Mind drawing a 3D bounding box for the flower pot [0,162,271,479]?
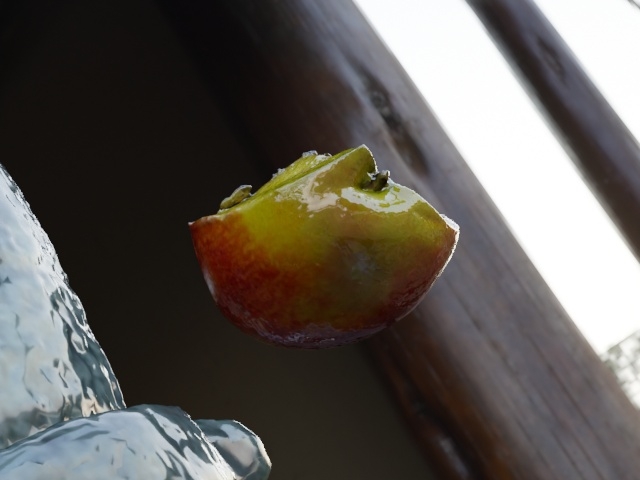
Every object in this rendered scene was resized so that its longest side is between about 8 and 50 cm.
[{"bbox_3d":[-0.166,0.118,0.519,0.299,0.283,0.299,-28,-12,-7],"label":"flower pot"}]

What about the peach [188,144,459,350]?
[{"bbox_3d":[-0.001,0.006,0.687,0.151,0.151,0.118,20,-93,-63],"label":"peach"}]
